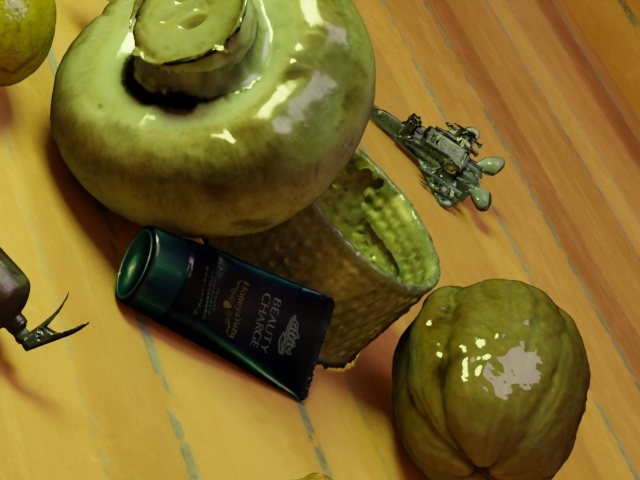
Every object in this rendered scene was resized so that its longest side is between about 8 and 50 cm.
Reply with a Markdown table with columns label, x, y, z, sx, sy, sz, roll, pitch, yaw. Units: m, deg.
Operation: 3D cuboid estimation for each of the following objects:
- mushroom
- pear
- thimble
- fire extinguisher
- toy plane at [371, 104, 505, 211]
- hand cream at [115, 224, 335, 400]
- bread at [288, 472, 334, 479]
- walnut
| label | x | y | z | sx | sy | sz | roll | pitch | yaw |
| --- | --- | --- | --- | --- | --- | --- | --- | --- | --- |
| mushroom | -0.115 | -0.161 | 1.888 | 0.352 | 0.352 | 0.260 | 62 | -3 | 32 |
| pear | -0.348 | -0.234 | 1.839 | 0.149 | 0.149 | 0.162 | 27 | 40 | -42 |
| thimble | 0.000 | 0.000 | 2.078 | 0.271 | 0.150 | 0.271 | 40 | 23 | -21 |
| fire extinguisher | -0.323 | -0.001 | 1.566 | 0.267 | 0.089 | 0.072 | 48 | -22 | 1 |
| toy plane | 0.171 | -0.148 | 2.744 | 0.246 | 0.078 | 0.169 | 38 | 52 | -17 |
| hand cream | -0.095 | 0.072 | 1.873 | 0.270 | 0.061 | 0.120 | 28 | 72 | -39 |
| bread | 0.013 | 0.318 | 1.592 | 0.244 | 0.134 | 0.244 | 36 | 26 | -20 |
| walnut | 0.194 | 0.176 | 2.042 | 0.283 | 0.227 | 0.283 | 43 | 33 | -37 |
